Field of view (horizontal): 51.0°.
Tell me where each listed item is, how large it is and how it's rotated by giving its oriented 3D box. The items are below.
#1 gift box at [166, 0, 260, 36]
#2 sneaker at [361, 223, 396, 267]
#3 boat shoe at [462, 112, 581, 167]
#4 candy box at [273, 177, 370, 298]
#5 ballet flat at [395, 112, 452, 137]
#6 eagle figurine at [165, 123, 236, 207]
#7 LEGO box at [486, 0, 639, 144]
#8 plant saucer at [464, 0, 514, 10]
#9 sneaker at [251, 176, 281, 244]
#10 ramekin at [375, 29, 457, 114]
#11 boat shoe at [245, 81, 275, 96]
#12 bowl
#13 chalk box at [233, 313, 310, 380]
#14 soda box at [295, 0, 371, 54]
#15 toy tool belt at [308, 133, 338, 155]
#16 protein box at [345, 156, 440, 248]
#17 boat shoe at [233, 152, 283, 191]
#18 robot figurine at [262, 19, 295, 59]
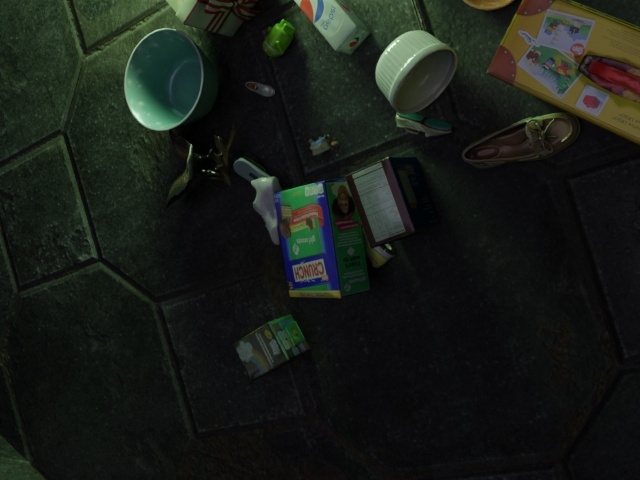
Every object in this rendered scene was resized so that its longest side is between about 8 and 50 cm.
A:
[{"bbox_3d":[-0.313,-0.771,1.948,0.258,0.255,0.276,52,123,16],"label":"gift box"},{"bbox_3d":[0.117,-0.005,1.906,0.208,0.081,0.094,49,128,21],"label":"sneaker"},{"bbox_3d":[0.494,-0.240,1.658,0.285,0.089,0.105,-19,86,29],"label":"boat shoe"},{"bbox_3d":[0.000,0.000,1.892,0.268,0.122,0.318,-7,94,55],"label":"candy box"},{"bbox_3d":[0.278,-0.306,1.801,0.168,0.057,0.052,25,136,28],"label":"ballet flat"},{"bbox_3d":[-0.397,-0.227,2.092,0.298,0.226,0.225,0,132,33],"label":"eagle figurine"},{"bbox_3d":[0.654,-0.316,1.399,0.500,0.372,0.193,33,111,22],"label":"LEGO box"},{"bbox_3d":[0.432,-0.674,1.670,0.199,0.037,0.200,4,99,29],"label":"plant saucer"},{"bbox_3d":[-0.160,-0.089,2.029,0.094,0.080,0.212,-1,109,21],"label":"sneaker"},{"bbox_3d":[0.238,-0.436,1.718,0.207,0.207,0.109,-51,62,24],"label":"ramekin"},{"bbox_3d":[-0.185,-0.462,2.038,0.100,0.035,0.035,26,108,24],"label":"boat shoe"},{"bbox_3d":[-0.443,-0.488,2.098,0.311,0.163,0.312,1,92,28],"label":"bowl"},{"bbox_3d":[-0.132,0.316,2.053,0.213,0.132,0.132,-33,79,27],"label":"chalk box"},{"bbox_3d":[0.009,-0.656,1.872,0.091,0.098,0.286,-43,76,26],"label":"soda box"},{"bbox_3d":[0.006,-0.284,1.946,0.083,0.052,0.051,-22,94,29],"label":"toy tool belt"},{"bbox_3d":[0.196,-0.104,1.777,0.135,0.199,0.201,-21,86,29],"label":"protein box"},{"bbox_3d":[-0.179,-0.198,2.058,0.183,0.083,0.065,40,117,-11],"label":"boat shoe"},{"bbox_3d":[-0.124,-0.588,1.971,0.115,0.067,0.101,-49,46,25],"label":"robot figurine"}]
